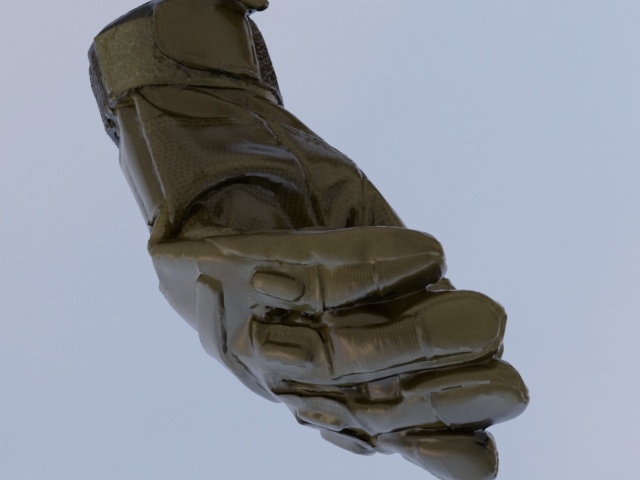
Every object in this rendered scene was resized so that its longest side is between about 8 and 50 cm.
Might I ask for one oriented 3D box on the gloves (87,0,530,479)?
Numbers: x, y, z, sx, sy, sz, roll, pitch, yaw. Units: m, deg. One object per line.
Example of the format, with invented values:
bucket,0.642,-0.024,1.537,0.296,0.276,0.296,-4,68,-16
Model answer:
gloves,-0.014,0.008,1.002,0.141,0.154,0.331,-34,-117,-2
